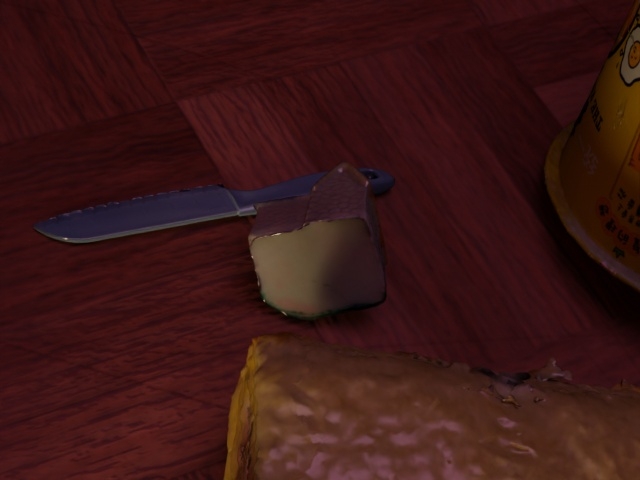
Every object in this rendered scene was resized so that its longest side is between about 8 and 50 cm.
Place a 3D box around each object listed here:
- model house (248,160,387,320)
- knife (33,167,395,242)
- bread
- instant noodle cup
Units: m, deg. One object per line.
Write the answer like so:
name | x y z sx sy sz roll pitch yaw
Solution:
model house | 0.000 0.000 1.366 0.101 0.087 0.100 -11 29 9
knife | -0.082 -0.032 1.404 0.313 0.019 0.044 -10 48 -24
bread | 0.123 0.190 1.188 0.376 0.165 0.236 10 54 -10
instant noodle cup | 0.373 -0.117 1.421 0.326 0.254 0.325 8 39 -7
